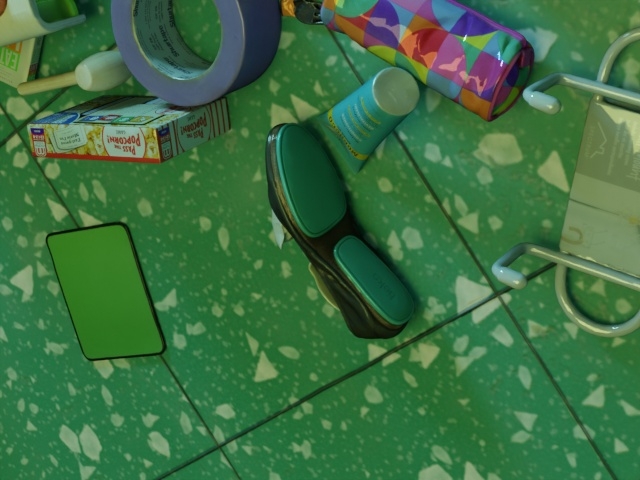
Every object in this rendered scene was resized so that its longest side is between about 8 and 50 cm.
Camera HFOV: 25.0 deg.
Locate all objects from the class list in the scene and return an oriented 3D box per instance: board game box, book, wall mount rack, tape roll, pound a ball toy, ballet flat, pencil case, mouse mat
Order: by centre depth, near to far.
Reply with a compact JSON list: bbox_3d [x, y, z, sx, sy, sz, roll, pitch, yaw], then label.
[{"bbox_3d":[0.334,-0.021,1.433,0.304,0.130,0.350,20,119,24],"label":"wall mount rack"},{"bbox_3d":[0.110,-0.219,1.516,0.236,0.104,0.104,34,124,15],"label":"pencil case"},{"bbox_3d":[-0.144,-0.256,1.672,0.189,0.080,0.189,13,117,28],"label":"tape roll"},{"bbox_3d":[0.000,0.000,1.681,0.096,0.095,0.280,-28,93,49],"label":"ballet flat"},{"bbox_3d":[-0.229,-0.136,1.732,0.193,0.146,0.045,4,111,31],"label":"board game box"},{"bbox_3d":[-0.409,-0.256,1.771,0.319,0.135,0.208,-9,102,30],"label":"pound a ball toy"},{"bbox_3d":[-0.397,-0.276,1.856,0.096,0.035,0.144,27,119,19],"label":"book"},{"bbox_3d":[-0.290,0.071,1.944,0.152,0.007,0.190,-8,104,34],"label":"mouse mat"}]

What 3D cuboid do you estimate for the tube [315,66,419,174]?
[{"bbox_3d":[0.048,-0.133,1.582,0.080,0.052,0.207,60,159,3],"label":"tube"}]

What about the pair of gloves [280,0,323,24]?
[{"bbox_3d":[-0.015,-0.283,1.621,0.074,0.010,0.083,11,115,28],"label":"pair of gloves"}]
